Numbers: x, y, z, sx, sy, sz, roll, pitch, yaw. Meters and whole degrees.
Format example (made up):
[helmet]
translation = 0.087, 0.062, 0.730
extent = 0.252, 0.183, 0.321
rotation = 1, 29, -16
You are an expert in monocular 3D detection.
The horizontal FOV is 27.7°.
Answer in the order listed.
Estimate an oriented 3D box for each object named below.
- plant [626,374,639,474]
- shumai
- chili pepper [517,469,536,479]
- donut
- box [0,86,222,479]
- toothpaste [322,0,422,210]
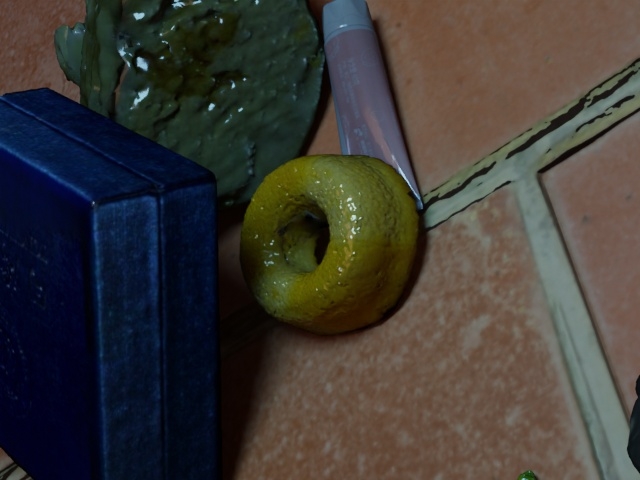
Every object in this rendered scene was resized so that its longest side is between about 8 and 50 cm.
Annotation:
[plant]
translation = 0.268, 0.070, 0.597
extent = 0.204, 0.178, 0.234
rotation = 48, 119, -1
[shumai]
translation = -0.118, -0.156, 1.110
extent = 0.218, 0.189, 0.255
rotation = 23, 105, 63
[chili pepper]
translation = 0.111, 0.181, 0.823
extent = 0.083, 0.017, 0.030
rotation = -53, 44, 6
[donut]
translation = 0.000, 0.000, 0.969
extent = 0.152, 0.058, 0.152
rotation = -11, 75, 44
[box]
translation = -0.191, 0.050, 1.003
extent = 0.261, 0.116, 0.279
rotation = 28, 123, 48
[toothpaste]
translation = 0.036, -0.099, 1.012
extent = 0.067, 0.043, 0.194
rotation = -26, 62, 34
